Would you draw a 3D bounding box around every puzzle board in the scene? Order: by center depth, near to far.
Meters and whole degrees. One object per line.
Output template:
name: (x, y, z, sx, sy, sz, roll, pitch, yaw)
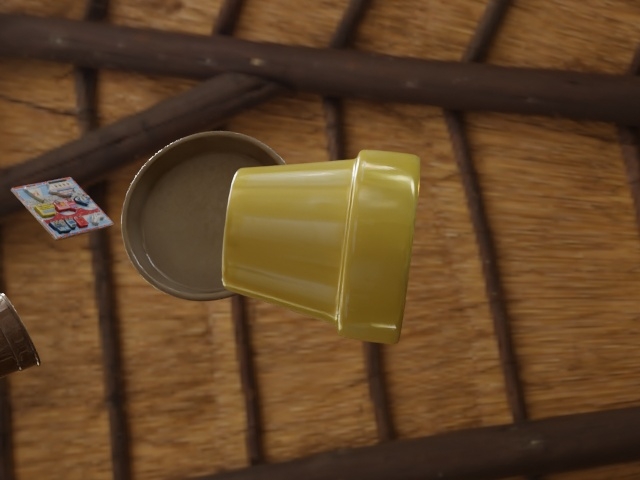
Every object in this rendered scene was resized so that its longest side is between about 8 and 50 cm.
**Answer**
puzzle board: (-0.348, -0.046, 1.602, 0.096, 0.128, 0.011, 46, -66, 11)

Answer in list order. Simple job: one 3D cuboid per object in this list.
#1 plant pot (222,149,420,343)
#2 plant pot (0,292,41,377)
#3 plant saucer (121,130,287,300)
plant pot: (0.000, 0.000, 1.551, 0.239, 0.254, 0.254, 6, -87, 2)
plant pot: (-0.674, 0.217, 2.362, 0.167, 0.165, 0.167, 49, -23, 30)
plant saucer: (-0.165, -0.035, 1.790, 0.278, 0.041, 0.278, -4, -111, 9)
